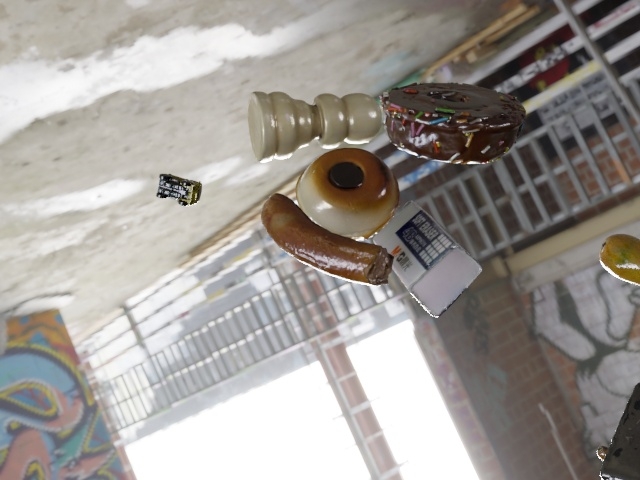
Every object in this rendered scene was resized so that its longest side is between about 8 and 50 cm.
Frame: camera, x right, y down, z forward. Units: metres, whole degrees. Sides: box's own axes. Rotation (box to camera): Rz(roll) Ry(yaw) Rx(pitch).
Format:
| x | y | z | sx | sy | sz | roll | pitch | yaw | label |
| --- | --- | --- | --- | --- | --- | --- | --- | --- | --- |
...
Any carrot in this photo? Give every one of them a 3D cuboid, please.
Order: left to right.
| x | y | z | sx | sy | sz | roll | pitch | yaw | label |
| --- | --- | --- | --- | --- | --- | --- | --- | --- | --- |
| 0.735 | 0.553 | 2.068 | 0.036 | 0.165 | 0.035 | -51 | -176 | 5 | carrot |

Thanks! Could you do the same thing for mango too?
| x | y | z | sx | sy | sz | roll | pitch | yaw | label |
| --- | --- | --- | --- | --- | --- | --- | --- | --- | --- |
| 0.641 | 0.046 | 1.723 | 0.111 | 0.163 | 0.089 | 15 | 105 | -45 | mango |

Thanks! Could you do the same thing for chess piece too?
| x | y | z | sx | sy | sz | roll | pitch | yaw | label |
| --- | --- | --- | --- | --- | --- | --- | --- | --- | --- |
| -0.005 | -0.273 | 1.942 | 0.299 | 0.167 | 0.167 | -8 | 169 | -13 | chess piece |

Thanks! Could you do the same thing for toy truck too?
| x | y | z | sx | sy | sz | roll | pitch | yaw | label |
| --- | --- | --- | --- | --- | --- | --- | --- | --- | --- |
| -0.272 | -0.100 | 1.665 | 0.083 | 0.049 | 0.054 | 17 | -163 | 17 | toy truck |

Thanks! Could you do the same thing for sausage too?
| x | y | z | sx | sy | sz | roll | pitch | yaw | label |
| --- | --- | --- | --- | --- | --- | --- | --- | --- | --- |
| -0.004 | 0.002 | 1.562 | 0.103 | 0.302 | 0.076 | -37 | 141 | -37 | sausage |

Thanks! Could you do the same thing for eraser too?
| x | y | z | sx | sy | sz | roll | pitch | yaw | label |
| --- | --- | --- | --- | --- | --- | --- | --- | --- | --- |
| 0.196 | 0.027 | 1.619 | 0.130 | 0.086 | 0.287 | -45 | -160 | 8 | eraser |

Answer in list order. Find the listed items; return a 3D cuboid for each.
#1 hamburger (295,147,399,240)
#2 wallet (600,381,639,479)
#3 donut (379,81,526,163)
| x | y | z | sx | sy | sz | roll | pitch | yaw | label |
| --- | --- | --- | --- | --- | --- | --- | --- | --- | --- |
| 0.061 | -0.103 | 1.854 | 0.236 | 0.237 | 0.147 | -22 | 149 | -16 | hamburger |
| 0.781 | 0.450 | 1.676 | 0.062 | 0.406 | 0.228 | 41 | 73 | -52 | wallet |
| 0.205 | -0.188 | 1.353 | 0.235 | 0.089 | 0.235 | 3 | -155 | -2 | donut |
